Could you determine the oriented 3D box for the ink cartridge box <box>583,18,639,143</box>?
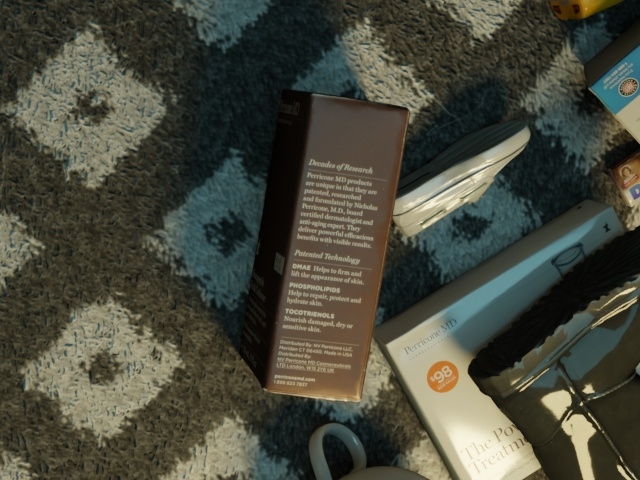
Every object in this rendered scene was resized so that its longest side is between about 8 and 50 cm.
[{"bbox_3d":[0.500,-0.193,1.625,0.171,0.168,0.232,-41,97,18],"label":"ink cartridge box"}]

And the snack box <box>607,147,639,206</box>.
[{"bbox_3d":[0.508,-0.123,1.750,0.178,0.022,0.064,-33,104,-7],"label":"snack box"}]

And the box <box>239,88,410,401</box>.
[{"bbox_3d":[0.000,0.000,1.564,0.143,0.191,0.381,9,96,-14],"label":"box"}]

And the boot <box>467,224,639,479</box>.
[{"bbox_3d":[0.465,0.237,1.634,0.367,0.146,0.445,-37,104,3],"label":"boot"}]

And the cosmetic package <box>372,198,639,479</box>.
[{"bbox_3d":[0.302,0.158,1.709,0.377,0.097,0.284,-31,102,-7],"label":"cosmetic package"}]

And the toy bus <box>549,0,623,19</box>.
[{"bbox_3d":[0.468,-0.428,1.651,0.333,0.108,0.130,-25,103,-8],"label":"toy bus"}]

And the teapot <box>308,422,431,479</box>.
[{"bbox_3d":[0.096,0.403,1.657,0.253,0.187,0.256,10,115,12],"label":"teapot"}]

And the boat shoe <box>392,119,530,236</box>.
[{"bbox_3d":[0.195,-0.086,1.663,0.226,0.083,0.075,-28,116,4],"label":"boat shoe"}]
